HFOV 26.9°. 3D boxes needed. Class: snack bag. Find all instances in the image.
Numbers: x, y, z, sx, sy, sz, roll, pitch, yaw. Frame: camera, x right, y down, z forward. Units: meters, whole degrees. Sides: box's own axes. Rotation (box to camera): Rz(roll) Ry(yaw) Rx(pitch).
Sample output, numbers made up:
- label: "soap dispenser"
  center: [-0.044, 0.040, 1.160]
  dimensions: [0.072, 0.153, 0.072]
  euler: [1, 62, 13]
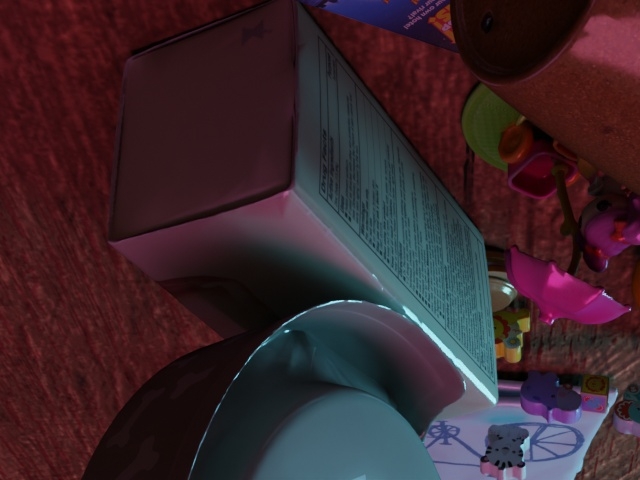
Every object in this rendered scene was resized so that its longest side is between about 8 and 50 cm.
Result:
- label: "snack bag"
  center: [0.101, 0.220, 1.317]
  dimensions: [0.323, 0.037, 0.343]
  euler: [2, 146, 0]

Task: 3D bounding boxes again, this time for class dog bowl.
- label: "dog bowl"
  center: [-0.013, 0.211, 0.779]
  dimensions: [0.102, 0.349, 0.349]
  euler: [-6, 148, 35]

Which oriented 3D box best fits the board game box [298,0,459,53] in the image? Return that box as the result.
- label: "board game box"
  center: [0.062, -0.175, 0.682]
  dimensions: [0.194, 0.060, 0.194]
  euler: [-33, 143, 30]

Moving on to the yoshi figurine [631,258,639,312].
- label: "yoshi figurine"
  center: [0.339, -0.023, 0.863]
  dimensions: [0.203, 0.203, 0.362]
  euler: [45, 160, 7]

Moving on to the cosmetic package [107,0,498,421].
- label: "cosmetic package"
  center: [0.000, 0.000, 0.882]
  dimensions: [0.129, 0.153, 0.296]
  euler: [-16, 142, 23]

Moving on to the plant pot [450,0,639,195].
- label: "plant pot"
  center: [0.197, -0.103, 0.608]
  dimensions: [0.254, 0.237, 0.237]
  euler: [11, 146, -27]

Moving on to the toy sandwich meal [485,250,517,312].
- label: "toy sandwich meal"
  center: [0.115, 0.033, 1.041]
  dimensions: [0.085, 0.029, 0.085]
  euler: [0, 158, 0]

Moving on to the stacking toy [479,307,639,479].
- label: "stacking toy"
  center: [0.230, 0.136, 1.099]
  dimensions: [0.221, 0.052, 0.167]
  euler: [5, 133, 16]

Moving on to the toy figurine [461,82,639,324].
- label: "toy figurine"
  center: [0.169, -0.028, 0.824]
  dimensions: [0.130, 0.159, 0.173]
  euler: [22, 141, -28]
